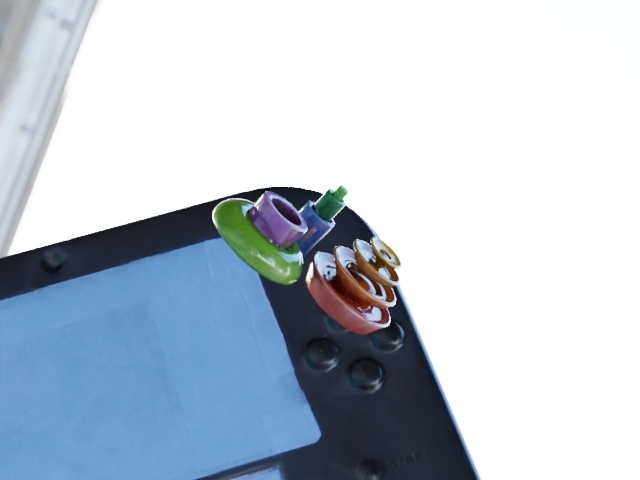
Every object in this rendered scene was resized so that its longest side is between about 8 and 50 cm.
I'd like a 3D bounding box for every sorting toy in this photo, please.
[{"bbox_3d":[0.000,0.000,0.908,0.102,0.042,0.061,35,20,-24],"label":"sorting toy"}]

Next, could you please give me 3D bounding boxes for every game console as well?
[{"bbox_3d":[-0.107,0.148,1.083,0.386,0.342,0.060,-16,-32,-12],"label":"game console"}]
